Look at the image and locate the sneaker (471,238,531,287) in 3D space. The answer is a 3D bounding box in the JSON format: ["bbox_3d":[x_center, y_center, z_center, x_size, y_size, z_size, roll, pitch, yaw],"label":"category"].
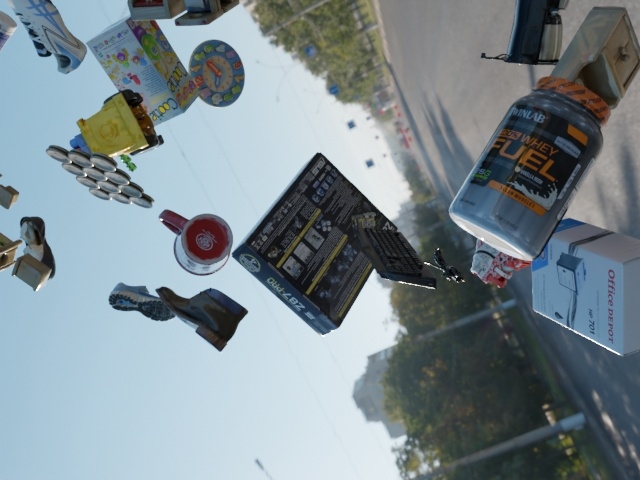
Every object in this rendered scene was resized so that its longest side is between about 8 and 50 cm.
[{"bbox_3d":[0.470,0.047,1.643,0.090,0.145,0.270,22,175,-29],"label":"sneaker"}]

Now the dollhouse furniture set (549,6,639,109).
[{"bbox_3d":[0.633,-0.270,1.241,0.394,0.256,0.362,24,166,47],"label":"dollhouse furniture set"}]

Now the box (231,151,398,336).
[{"bbox_3d":[0.000,0.000,1.792,0.318,0.097,0.395,41,-129,-9],"label":"box"}]

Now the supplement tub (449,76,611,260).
[{"bbox_3d":[0.241,-0.082,0.785,0.117,0.190,0.117,30,180,0],"label":"supplement tub"}]

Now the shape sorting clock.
[{"bbox_3d":[-0.315,-0.513,2.112,0.040,0.206,0.206,10,138,50],"label":"shape sorting clock"}]

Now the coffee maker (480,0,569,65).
[{"bbox_3d":[0.465,-0.487,1.526,0.120,0.171,0.178,-122,30,-62],"label":"coffee maker"}]

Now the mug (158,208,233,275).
[{"bbox_3d":[-0.234,0.004,1.284,0.169,0.150,0.113,157,122,-76],"label":"mug"}]

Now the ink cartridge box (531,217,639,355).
[{"bbox_3d":[0.392,0.060,0.982,0.191,0.082,0.139,-144,43,-66],"label":"ink cartridge box"}]

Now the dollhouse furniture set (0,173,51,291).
[{"bbox_3d":[-0.560,-0.011,1.188,0.182,0.161,0.101,33,-153,6],"label":"dollhouse furniture set"}]

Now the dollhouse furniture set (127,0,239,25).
[{"bbox_3d":[-0.259,-0.446,1.175,0.129,0.184,0.129,-59,-33,-50],"label":"dollhouse furniture set"}]

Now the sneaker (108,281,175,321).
[{"bbox_3d":[-0.397,0.131,1.572,0.162,0.063,0.073,19,-147,-17],"label":"sneaker"}]

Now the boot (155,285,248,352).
[{"bbox_3d":[-0.255,0.139,1.476,0.219,0.106,0.082,35,165,25],"label":"boot"}]

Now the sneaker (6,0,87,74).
[{"bbox_3d":[-0.564,-0.430,1.393,0.086,0.085,0.237,-64,-28,-16],"label":"sneaker"}]

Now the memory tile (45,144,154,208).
[{"bbox_3d":[-0.313,-0.091,0.989,0.148,0.113,0.012,61,-136,-61],"label":"memory tile"}]

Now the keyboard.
[{"bbox_3d":[0.191,0.032,1.465,0.317,0.202,0.033,-109,31,-71],"label":"keyboard"}]

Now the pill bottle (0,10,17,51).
[{"bbox_3d":[-0.801,-0.497,1.675,0.067,0.120,0.067,39,-162,-15],"label":"pill bottle"}]

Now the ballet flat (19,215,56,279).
[{"bbox_3d":[-0.737,0.015,1.768,0.203,0.074,0.074,65,-172,31],"label":"ballet flat"}]

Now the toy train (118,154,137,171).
[{"bbox_3d":[-0.527,-0.220,1.862,0.083,0.024,0.017,51,-170,15],"label":"toy train"}]

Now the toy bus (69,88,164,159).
[{"bbox_3d":[-0.510,-0.255,1.678,0.149,0.211,0.220,62,-179,-10],"label":"toy bus"}]

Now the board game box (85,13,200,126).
[{"bbox_3d":[-0.477,-0.469,1.877,0.275,0.144,0.142,60,-153,-26],"label":"board game box"}]
